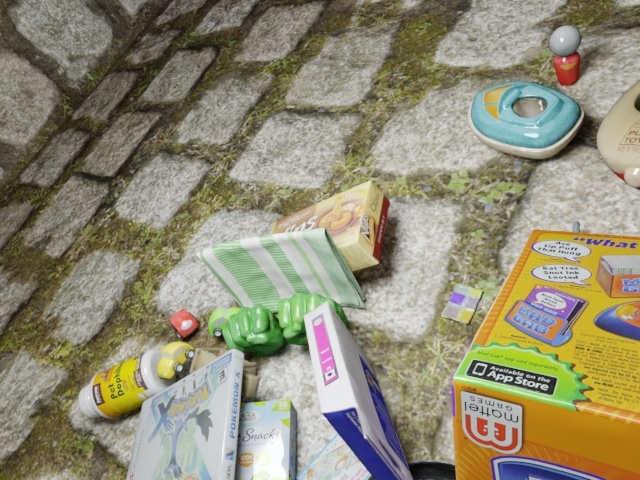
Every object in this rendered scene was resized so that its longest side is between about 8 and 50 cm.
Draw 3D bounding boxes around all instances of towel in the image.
[{"bbox_3d":[0.287,0.128,0.998,0.060,0.009,0.083,18,67,39],"label":"towel"},{"bbox_3d":[-0.087,0.081,1.090,0.324,0.248,0.038,-7,44,28],"label":"towel"}]

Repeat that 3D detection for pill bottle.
[{"bbox_3d":[-0.470,0.354,1.190,0.215,0.117,0.117,-26,48,11],"label":"pill bottle"}]

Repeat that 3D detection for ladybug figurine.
[{"bbox_3d":[0.706,-0.224,0.888,0.449,0.162,0.305,-38,26,-9],"label":"ladybug figurine"}]

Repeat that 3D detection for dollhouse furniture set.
[{"bbox_3d":[-0.201,0.343,1.087,0.182,0.101,0.161,15,90,36],"label":"dollhouse furniture set"}]

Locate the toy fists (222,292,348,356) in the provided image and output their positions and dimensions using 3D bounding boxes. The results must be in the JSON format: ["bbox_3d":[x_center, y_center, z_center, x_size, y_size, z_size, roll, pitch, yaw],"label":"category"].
[{"bbox_3d":[-0.081,0.189,1.074,0.279,0.142,0.096,-15,51,20],"label":"toy fists"}]

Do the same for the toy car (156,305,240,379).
[{"bbox_3d":[-0.289,0.210,1.194,0.225,0.053,0.239,-24,27,7],"label":"toy car"}]

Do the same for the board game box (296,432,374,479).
[{"bbox_3d":[0.041,0.422,0.908,0.154,0.026,0.103,-45,47,-7],"label":"board game box"}]

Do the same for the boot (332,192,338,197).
[{"bbox_3d":[0.059,-0.049,1.237,0.084,0.059,0.158,-47,43,3],"label":"boot"}]

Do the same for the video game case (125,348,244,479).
[{"bbox_3d":[-0.278,0.408,0.967,0.329,0.036,0.300,-33,39,28],"label":"video game case"}]

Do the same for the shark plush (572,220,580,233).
[{"bbox_3d":[0.478,0.035,0.919,0.073,0.067,0.161,19,67,38],"label":"shark plush"}]

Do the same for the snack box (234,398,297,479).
[{"bbox_3d":[-0.137,0.421,0.944,0.174,0.070,0.207,-8,45,6],"label":"snack box"}]

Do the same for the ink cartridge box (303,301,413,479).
[{"bbox_3d":[0.058,0.261,0.823,0.069,0.176,0.371,-33,21,3],"label":"ink cartridge box"}]

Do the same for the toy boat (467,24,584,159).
[{"bbox_3d":[0.495,-0.343,1.137,0.318,0.148,0.267,-49,48,-10],"label":"toy boat"}]

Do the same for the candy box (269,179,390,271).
[{"bbox_3d":[0.000,0.000,1.138,0.316,0.087,0.183,-21,39,38],"label":"candy box"}]

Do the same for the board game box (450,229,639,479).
[{"bbox_3d":[0.382,0.228,0.544,0.356,0.356,0.356,6,28,33],"label":"board game box"}]

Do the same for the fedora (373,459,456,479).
[{"bbox_3d":[0.163,0.471,0.716,0.334,0.152,0.334,-15,50,19],"label":"fedora"}]
